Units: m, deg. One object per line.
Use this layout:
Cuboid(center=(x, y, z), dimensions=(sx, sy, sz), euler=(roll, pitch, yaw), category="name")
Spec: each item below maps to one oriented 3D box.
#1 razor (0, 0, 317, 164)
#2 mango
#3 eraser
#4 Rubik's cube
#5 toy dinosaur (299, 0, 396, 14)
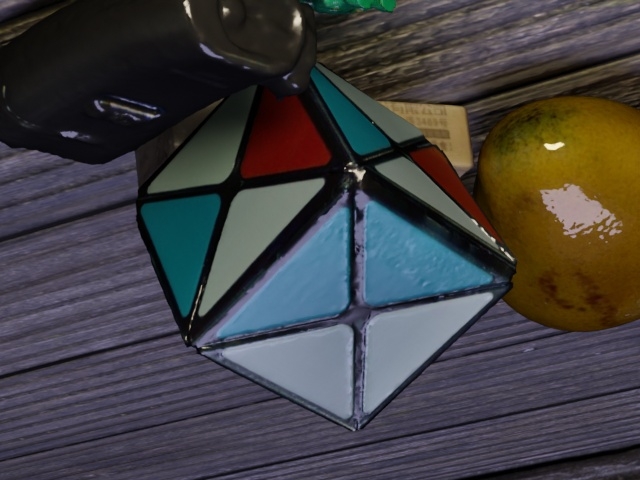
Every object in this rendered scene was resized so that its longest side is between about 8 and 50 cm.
Cuboid(center=(-0.161, -0.160, 1.667), dimensions=(0.189, 0.107, 0.327), euler=(12, 160, -42), category="razor")
Cuboid(center=(0.288, -0.037, 2.036), dimensions=(0.264, 0.221, 0.378), euler=(-8, 154, 16), category="mango")
Cuboid(center=(-0.017, -0.094, 1.974), dimensions=(0.343, 0.078, 0.144), euler=(1, 159, -22), category="eraser")
Cuboid(center=(0.000, 0.000, 1.804), dimensions=(0.246, 0.250, 0.248), euler=(29, 111, -37), category="Rubik's cube")
Cuboid(center=(0.008, -0.224, 1.629), dimensions=(0.096, 0.059, 0.132), euler=(-6, 169, 39), category="toy dinosaur")
